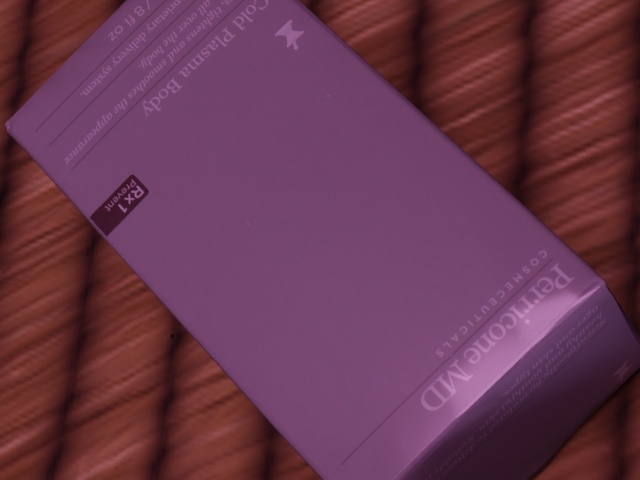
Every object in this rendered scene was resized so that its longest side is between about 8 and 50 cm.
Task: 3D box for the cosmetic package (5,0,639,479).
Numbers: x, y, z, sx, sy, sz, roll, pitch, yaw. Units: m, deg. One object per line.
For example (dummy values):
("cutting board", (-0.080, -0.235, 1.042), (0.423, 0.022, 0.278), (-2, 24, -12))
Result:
("cosmetic package", (0.000, 0.000, 0.671), (0.127, 0.107, 0.238), (-46, 59, -2))
